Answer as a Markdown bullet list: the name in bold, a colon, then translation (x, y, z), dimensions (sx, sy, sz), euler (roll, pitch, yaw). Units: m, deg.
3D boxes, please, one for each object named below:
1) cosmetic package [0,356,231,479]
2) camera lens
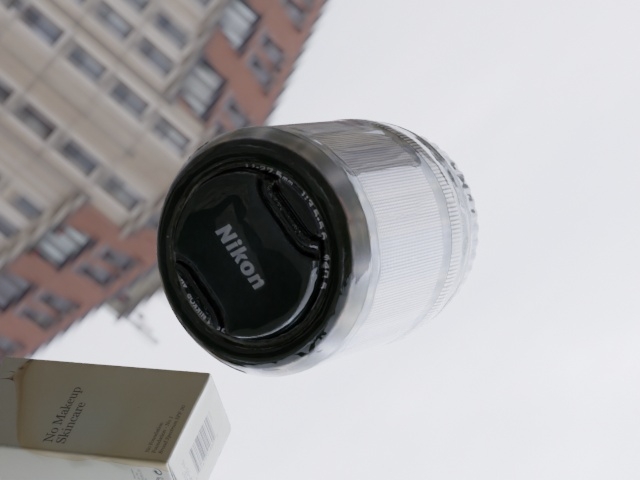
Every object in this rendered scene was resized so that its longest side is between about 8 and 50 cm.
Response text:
- **cosmetic package**: translation (-0.290, 0.250, 2.284), dimensions (0.309, 0.113, 0.160), euler (3, -137, 21)
- **camera lens**: translation (0.000, 0.000, 1.626), dimensions (0.219, 0.219, 0.274), euler (-40, 166, 28)
